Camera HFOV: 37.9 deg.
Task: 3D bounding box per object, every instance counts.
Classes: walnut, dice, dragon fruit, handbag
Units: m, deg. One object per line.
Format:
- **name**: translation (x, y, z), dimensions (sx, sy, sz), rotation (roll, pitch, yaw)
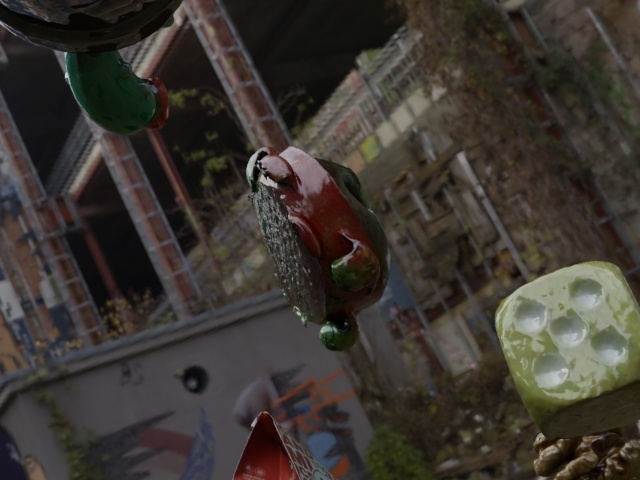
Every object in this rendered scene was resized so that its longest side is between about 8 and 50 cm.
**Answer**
- **walnut**: translation (0.394, 0.309, 1.360), dimensions (0.170, 0.143, 0.069), rotation (-16, -48, -23)
- **dice**: translation (0.324, 0.139, 1.153), dimensions (0.169, 0.169, 0.166), rotation (-25, -33, 16)
- **dragon fruit**: translation (0.000, 0.000, 1.262), dimensions (0.130, 0.295, 0.268), rotation (-24, 1, -21)
- **handbag**: translation (-0.038, 0.386, 1.270), dimensions (0.151, 0.298, 0.171), rotation (-20, -47, 14)

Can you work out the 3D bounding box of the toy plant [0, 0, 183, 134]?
- **toy plant**: translation (-0.171, -0.220, 0.697), dimensions (0.185, 0.279, 0.400), rotation (-18, 7, -2)
